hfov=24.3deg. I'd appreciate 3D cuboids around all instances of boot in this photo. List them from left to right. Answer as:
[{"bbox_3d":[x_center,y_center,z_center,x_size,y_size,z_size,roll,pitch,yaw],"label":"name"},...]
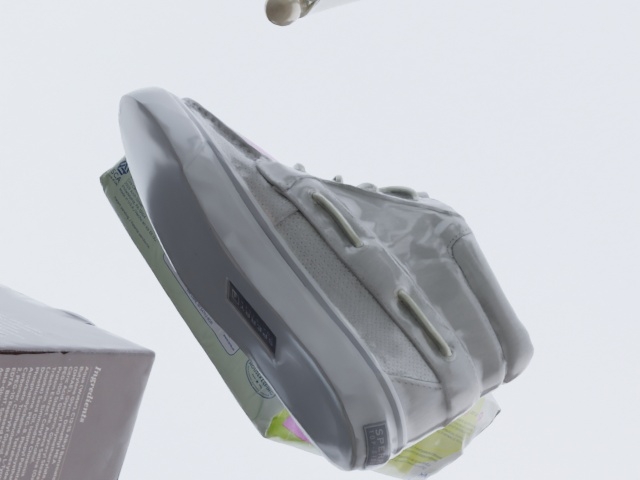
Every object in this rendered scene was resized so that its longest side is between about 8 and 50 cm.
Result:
[{"bbox_3d":[0.000,0.000,0.798,0.258,0.123,0.095,53,-28,26],"label":"boot"}]

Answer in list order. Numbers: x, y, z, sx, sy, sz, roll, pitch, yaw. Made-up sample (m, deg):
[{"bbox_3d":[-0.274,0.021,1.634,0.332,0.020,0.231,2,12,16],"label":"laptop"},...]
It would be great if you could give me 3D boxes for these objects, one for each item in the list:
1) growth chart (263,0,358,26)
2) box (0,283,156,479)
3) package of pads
[{"bbox_3d":[0.089,-0.145,0.634,0.237,0.172,0.021,-19,-86,42],"label":"growth chart"},{"bbox_3d":[-0.320,0.111,1.122,0.191,0.381,0.143,20,-83,30],"label":"box"},{"bbox_3d":[-0.001,0.050,1.051,0.101,0.296,0.229,-42,-116,9],"label":"package of pads"}]
